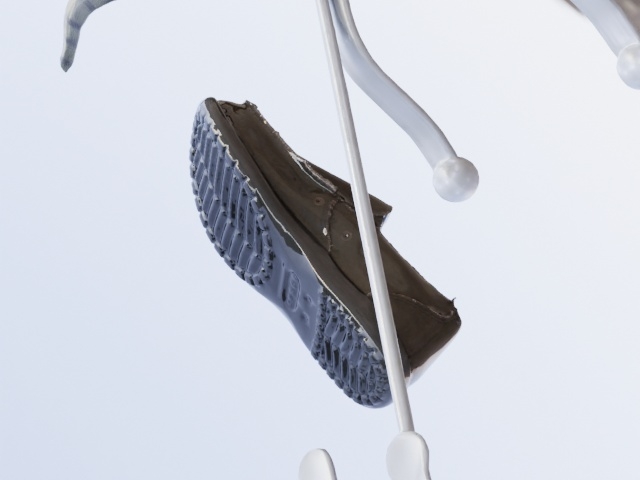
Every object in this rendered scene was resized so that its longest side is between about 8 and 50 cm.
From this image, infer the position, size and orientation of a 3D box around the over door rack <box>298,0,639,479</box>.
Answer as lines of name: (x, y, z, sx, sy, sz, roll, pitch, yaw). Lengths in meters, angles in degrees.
over door rack: (0.103, -0.053, 0.659, 0.108, 0.239, 0.324, 26, -132, -32)

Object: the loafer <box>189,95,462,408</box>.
loafer: (0.000, 0.000, 0.953, 0.078, 0.080, 0.220, -22, -119, -29)

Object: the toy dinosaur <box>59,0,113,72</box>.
toy dinosaur: (-0.103, -0.218, 1.130, 0.064, 0.268, 0.118, 2, -109, -52)
